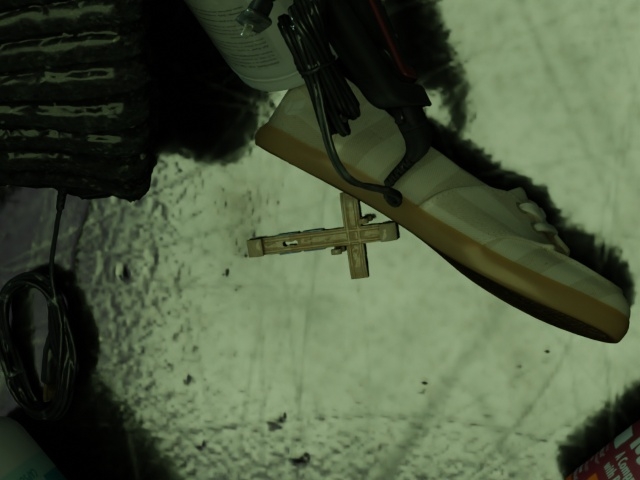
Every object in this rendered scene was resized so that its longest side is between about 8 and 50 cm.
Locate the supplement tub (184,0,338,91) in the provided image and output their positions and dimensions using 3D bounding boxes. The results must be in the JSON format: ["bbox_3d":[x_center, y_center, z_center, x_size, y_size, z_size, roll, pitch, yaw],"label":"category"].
[{"bbox_3d":[-0.036,-0.134,0.942,0.071,0.107,0.071,-14,50,17],"label":"supplement tub"}]

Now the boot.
[{"bbox_3d":[-0.211,-0.037,0.956,0.260,0.131,0.348,-5,141,-11],"label":"boot"}]

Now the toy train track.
[{"bbox_3d":[0.000,0.000,1.008,0.083,0.014,0.048,-7,95,12],"label":"toy train track"}]

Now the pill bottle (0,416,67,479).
[{"bbox_3d":[-0.143,0.235,0.998,0.146,0.146,0.264,-41,89,13],"label":"pill bottle"}]

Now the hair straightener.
[{"bbox_3d":[-0.012,-0.110,0.875,0.047,0.089,0.230,2,122,47],"label":"hair straightener"}]

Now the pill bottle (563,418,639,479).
[{"bbox_3d":[0.227,0.111,0.922,0.221,0.121,0.121,-42,88,13],"label":"pill bottle"}]

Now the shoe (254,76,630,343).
[{"bbox_3d":[0.070,-0.020,0.958,0.219,0.076,0.058,31,87,10],"label":"shoe"}]

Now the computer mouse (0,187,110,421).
[{"bbox_3d":[-0.136,-0.016,1.026,0.071,0.041,0.242,17,107,16],"label":"computer mouse"}]
